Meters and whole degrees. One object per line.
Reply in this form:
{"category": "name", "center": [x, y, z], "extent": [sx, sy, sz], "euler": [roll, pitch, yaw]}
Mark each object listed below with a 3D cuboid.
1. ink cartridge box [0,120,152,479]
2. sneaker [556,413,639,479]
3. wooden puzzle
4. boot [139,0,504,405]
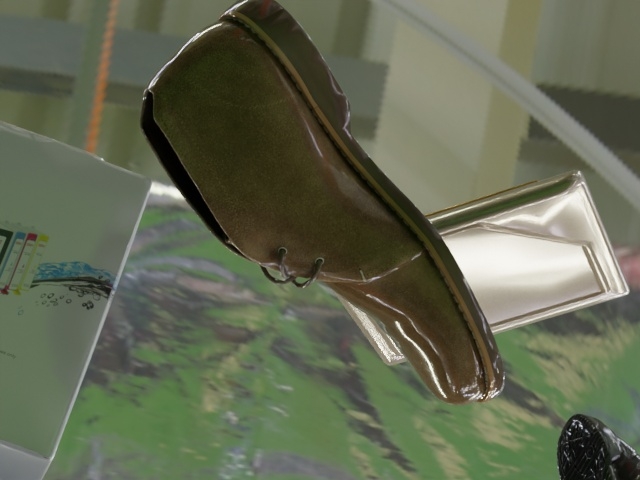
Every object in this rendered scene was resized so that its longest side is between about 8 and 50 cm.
{"category": "ink cartridge box", "center": [-0.251, 0.051, 1.314], "extent": [0.168, 0.171, 0.232], "euler": [21, -114, -7]}
{"category": "sneaker", "center": [0.224, 0.180, 1.135], "extent": [0.051, 0.089, 0.170], "euler": [-63, -152, 20]}
{"category": "wooden puzzle", "center": [0.126, 0.021, 1.413], "extent": [0.221, 0.238, 0.044], "euler": [-17, -118, 12]}
{"category": "boot", "center": [0.000, 0.000, 1.099], "extent": [0.115, 0.112, 0.305], "euler": [-41, -79, -21]}
